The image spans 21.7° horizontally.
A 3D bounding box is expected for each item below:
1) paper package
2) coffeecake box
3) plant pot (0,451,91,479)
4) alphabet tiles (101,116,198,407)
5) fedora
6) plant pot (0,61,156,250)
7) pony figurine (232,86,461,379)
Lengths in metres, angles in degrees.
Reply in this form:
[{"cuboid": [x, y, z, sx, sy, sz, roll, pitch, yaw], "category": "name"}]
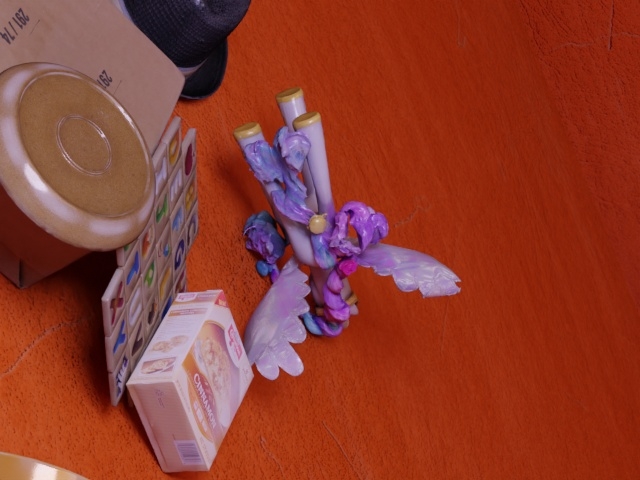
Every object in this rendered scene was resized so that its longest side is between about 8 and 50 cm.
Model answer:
[{"cuboid": [-0.349, -0.164, 1.976, 0.309, 0.168, 0.325, 45, 40, -26], "category": "paper package"}, {"cuboid": [-0.158, 0.173, 2.076, 0.185, 0.068, 0.142, -65, 144, -51], "category": "coffeecake box"}, {"cuboid": [-0.317, 0.334, 1.679, 0.205, 0.205, 0.188, 36, 58, -37], "category": "plant pot"}, {"cuboid": [-0.202, 0.027, 2.041, 0.342, 0.011, 0.285, -70, 165, -49], "category": "alphabet tiles"}, {"cuboid": [-0.192, -0.372, 2.369, 0.334, 0.152, 0.334, 34, 43, -39], "category": "fedora"}, {"cuboid": [-0.268, -0.101, 1.848, 0.236, 0.032, 0.236, 31, 42, -33], "category": "plant pot"}, {"cuboid": [0.000, 0.000, 2.277, 0.351, 0.303, 0.363, -120, -169, -73], "category": "pony figurine"}]
